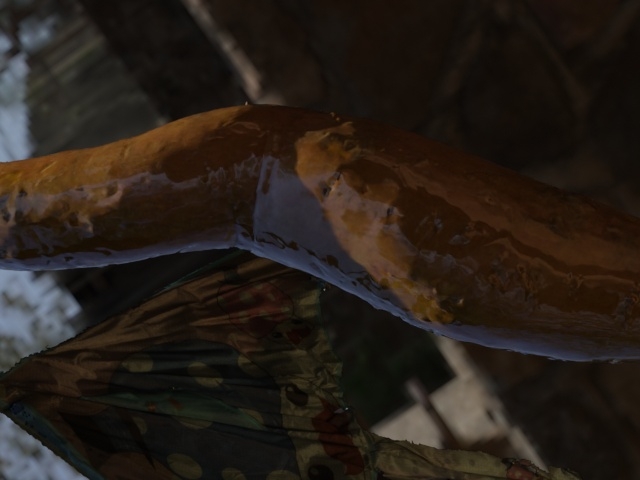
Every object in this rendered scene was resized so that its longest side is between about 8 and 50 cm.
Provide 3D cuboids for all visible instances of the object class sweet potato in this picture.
[{"bbox_3d":[0.001,-0.004,0.376,0.044,0.179,0.044,9,-90,-78],"label":"sweet potato"}]

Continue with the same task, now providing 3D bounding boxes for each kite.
[{"bbox_3d":[-0.009,0.104,1.064,0.368,0.014,0.406,12,-146,-24],"label":"kite"}]
